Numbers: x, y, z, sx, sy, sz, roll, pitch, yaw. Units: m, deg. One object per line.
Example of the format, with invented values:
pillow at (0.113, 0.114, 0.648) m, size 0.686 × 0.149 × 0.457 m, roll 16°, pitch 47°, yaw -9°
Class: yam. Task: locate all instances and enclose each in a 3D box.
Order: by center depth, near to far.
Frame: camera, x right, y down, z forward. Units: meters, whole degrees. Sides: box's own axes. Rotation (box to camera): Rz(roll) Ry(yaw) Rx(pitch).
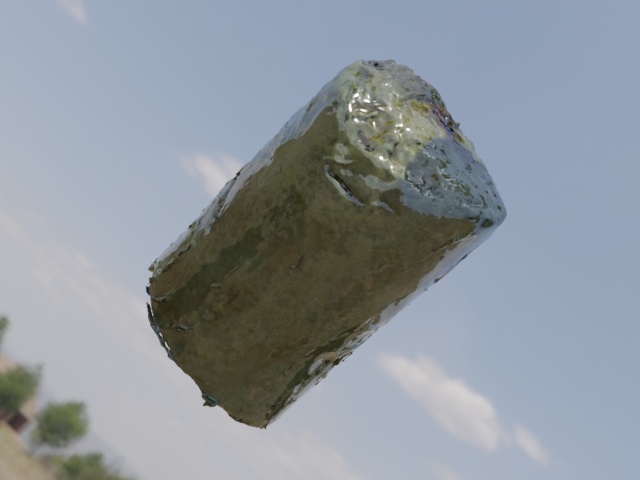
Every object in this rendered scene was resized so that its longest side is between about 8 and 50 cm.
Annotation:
yam at (0.000, 0.000, 1.229) m, size 0.195 × 0.300 × 0.195 m, roll 40°, pitch 21°, yaw -18°
